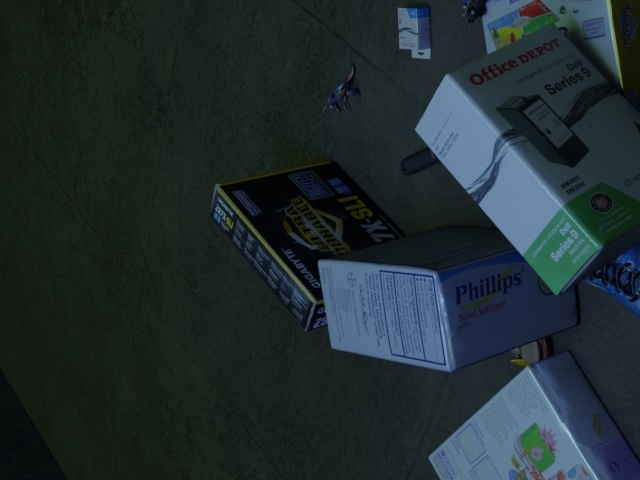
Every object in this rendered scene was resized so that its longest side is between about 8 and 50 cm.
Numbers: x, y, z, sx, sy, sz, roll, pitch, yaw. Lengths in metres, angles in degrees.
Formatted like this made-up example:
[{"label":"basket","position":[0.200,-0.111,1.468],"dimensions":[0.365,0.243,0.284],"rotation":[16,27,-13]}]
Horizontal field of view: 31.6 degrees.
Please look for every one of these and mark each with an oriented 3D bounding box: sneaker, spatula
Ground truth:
[{"label":"sneaker","position":[0.376,0.028,1.520],"dimensions":[0.330,0.147,0.130],"rotation":[43,134,38]},{"label":"spatula","position":[0.210,-0.148,1.798],"dimensions":[0.296,0.030,0.084],"rotation":[-18,85,56]}]

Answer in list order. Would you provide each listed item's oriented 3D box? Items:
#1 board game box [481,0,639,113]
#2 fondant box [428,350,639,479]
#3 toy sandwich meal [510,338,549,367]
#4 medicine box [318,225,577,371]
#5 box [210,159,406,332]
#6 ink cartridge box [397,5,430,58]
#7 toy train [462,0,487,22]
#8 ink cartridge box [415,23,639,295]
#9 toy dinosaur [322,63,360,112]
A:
[{"label":"board game box","position":[0.325,-0.308,1.545],"dimensions":[0.242,0.064,0.317],"rotation":[0,102,55]},{"label":"fondant box","position":[0.329,0.358,1.752],"dimensions":[0.238,0.096,0.330],"rotation":[61,144,22]},{"label":"toy sandwich meal","position":[0.321,0.167,1.752],"dimensions":[0.085,0.029,0.086],"rotation":[24,121,49]},{"label":"medicine box","position":[0.188,0.078,1.702],"dimensions":[0.289,0.263,0.149],"rotation":[5,107,55]},{"label":"box","position":[0.000,0.000,1.953],"dimensions":[0.322,0.257,0.079],"rotation":[49,136,35]},{"label":"ink cartridge box","position":[0.151,-0.333,1.818],"dimensions":[0.048,0.028,0.083],"rotation":[16,115,52]},{"label":"toy train","position":[0.227,-0.379,1.577],"dimensions":[0.036,0.027,0.158],"rotation":[49,137,40]},{"label":"ink cartridge box","position":[0.293,-0.108,1.418],"dimensions":[0.289,0.211,0.121],"rotation":[51,147,17]},{"label":"toy dinosaur","position":[0.039,-0.260,2.016],"dimensions":[0.082,0.047,0.090],"rotation":[-3,66,64]}]
